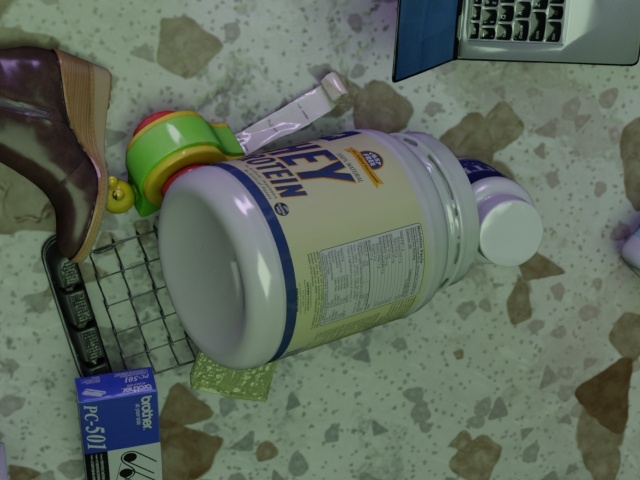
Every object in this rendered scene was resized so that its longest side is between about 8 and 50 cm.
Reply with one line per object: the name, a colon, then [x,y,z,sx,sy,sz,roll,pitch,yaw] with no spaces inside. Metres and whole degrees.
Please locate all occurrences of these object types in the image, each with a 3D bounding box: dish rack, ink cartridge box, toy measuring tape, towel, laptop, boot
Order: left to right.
boot: [-0.352,-0.104,1.601,0.207,0.090,0.248,5,85,-27]
ink cartridge box: [-0.251,0.251,1.732,0.097,0.046,0.207,-8,131,-12]
dish rack: [-0.190,0.064,1.725,0.271,0.074,0.208,-18,111,-11]
toy measuring tape: [-0.119,-0.128,1.658,0.330,0.121,0.121,-29,111,-5]
towel: [-0.097,0.127,1.717,0.110,0.027,0.148,15,101,-20]
laptop: [0.259,-0.384,1.621,0.408,0.236,0.382,0,106,-14]

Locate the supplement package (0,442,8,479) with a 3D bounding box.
supplement package: [-0.480,0.407,1.678,0.199,0.198,0.262,0,105,-15]

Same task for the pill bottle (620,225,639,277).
pill bottle: [0.536,-0.035,1.841,0.146,0.146,0.264,40,92,-21]

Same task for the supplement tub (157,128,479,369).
supplement tub: [0.000,0.000,1.620,0.325,0.235,0.235,-16,111,-32]

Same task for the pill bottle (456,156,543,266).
pill bottle: [0.206,-0.032,1.734,0.112,0.186,0.112,-4,107,-14]
